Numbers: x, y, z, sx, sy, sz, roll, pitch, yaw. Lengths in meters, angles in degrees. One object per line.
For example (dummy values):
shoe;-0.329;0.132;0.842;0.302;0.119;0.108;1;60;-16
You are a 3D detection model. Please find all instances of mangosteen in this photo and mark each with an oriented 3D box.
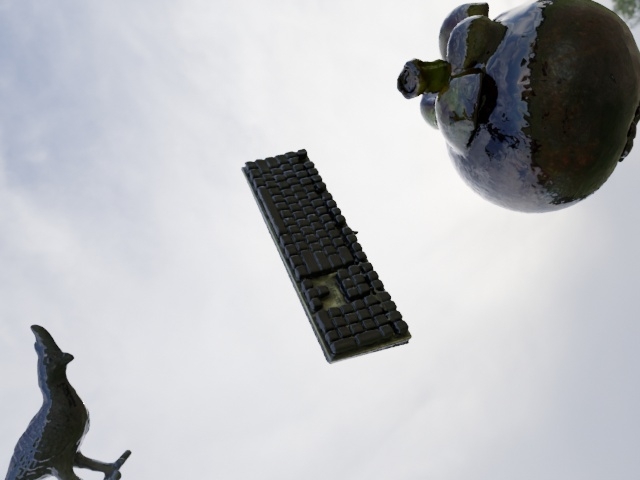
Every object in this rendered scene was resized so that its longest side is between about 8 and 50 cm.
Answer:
mangosteen;0.306;-0.202;0.973;0.330;0.330;0.330;16;-110;-52

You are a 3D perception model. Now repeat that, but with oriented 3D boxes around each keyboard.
keyboard;0.000;0.000;0.771;0.027;0.106;0.317;96;154;-46

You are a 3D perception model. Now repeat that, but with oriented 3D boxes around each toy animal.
toy animal;-0.393;0.325;0.989;0.205;0.081;0.367;22;-89;-13
